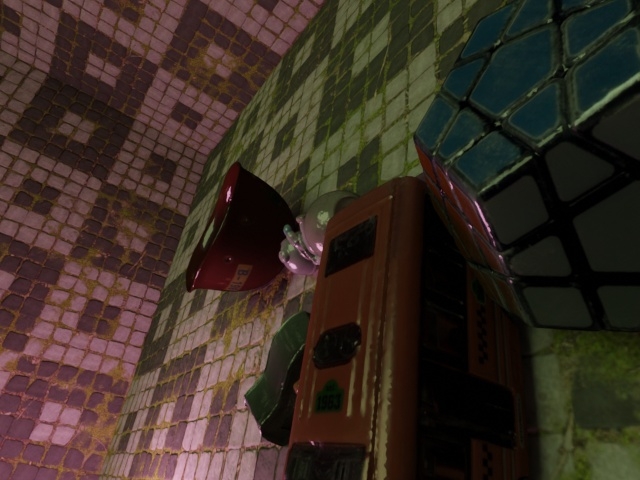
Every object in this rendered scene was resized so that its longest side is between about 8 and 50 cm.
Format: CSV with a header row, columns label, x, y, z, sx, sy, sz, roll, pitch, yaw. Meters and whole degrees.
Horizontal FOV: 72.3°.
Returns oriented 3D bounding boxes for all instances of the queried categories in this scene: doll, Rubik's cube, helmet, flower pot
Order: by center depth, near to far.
label,x,y,z,sx,sy,sz,roll,pitch,yaw
Rubik's cube,0.242,-0.068,0.376,0.319,0.263,0.319,-40,35,37
flower pot,-0.051,0.256,0.821,0.230,0.103,0.108,-62,27,3
doll,0.000,0.000,0.930,0.287,0.150,0.151,-35,38,56
helmet,-0.194,0.004,1.164,0.385,0.229,0.338,-53,25,41

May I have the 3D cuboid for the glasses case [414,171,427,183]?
label,x,y,z,sx,sy,sz,roll,pitch,yaw
glasses case,0.199,-0.065,0.670,0.316,0.075,0.124,-28,43,50

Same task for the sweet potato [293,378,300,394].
label,x,y,z,sx,sy,sz,roll,pitch,yaw
sweet potato,0.032,0.271,0.656,0.097,0.097,0.251,-60,32,9

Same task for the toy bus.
label,x,y,z,sx,sy,sz,roll,pitch,yaw
toy bus,0.097,0.155,0.493,0.203,0.232,0.428,-30,41,48
